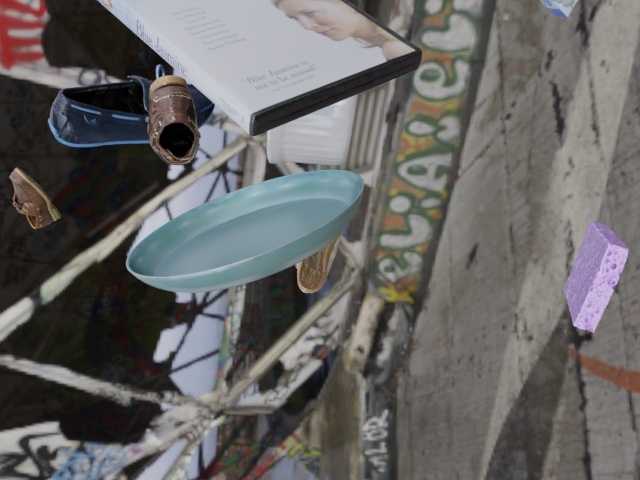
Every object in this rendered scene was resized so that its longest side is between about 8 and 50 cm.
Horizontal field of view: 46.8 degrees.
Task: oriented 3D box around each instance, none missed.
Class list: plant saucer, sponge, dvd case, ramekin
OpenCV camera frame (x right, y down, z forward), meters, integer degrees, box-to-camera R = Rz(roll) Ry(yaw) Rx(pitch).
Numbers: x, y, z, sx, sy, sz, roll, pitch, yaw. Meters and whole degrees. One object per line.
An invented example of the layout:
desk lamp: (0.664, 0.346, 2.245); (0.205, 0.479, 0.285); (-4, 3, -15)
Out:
plant saucer: (-0.091, -0.012, 0.952); (0.317, 0.318, 0.043); (-110, 2, -71)
sponge: (0.379, 0.045, 1.029); (0.210, 0.031, 0.117); (-32, -39, -73)
dvd case: (-0.061, -0.191, 0.639); (0.253, 0.180, 0.022); (43, 145, 29)
ramekin: (-0.002, -0.258, 1.253); (0.277, 0.135, 0.277); (9, -90, -89)

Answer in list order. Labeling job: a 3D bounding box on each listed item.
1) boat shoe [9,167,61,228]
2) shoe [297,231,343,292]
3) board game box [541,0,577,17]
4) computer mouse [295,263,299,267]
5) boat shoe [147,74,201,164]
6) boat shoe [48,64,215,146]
boat shoe: (-0.560, -0.075, 1.431); (0.060, 0.064, 0.178); (-43, -19, -18)
shoe: (0.000, 0.000, 1.439); (0.058, 0.077, 0.219); (102, -174, -75)
board game box: (0.228, -0.276, 0.703); (0.020, 0.090, 0.090); (35, 96, 53)
computer mouse: (-0.017, -0.015, 1.608); (0.106, 0.042, 0.193); (-104, 24, -45)
boat shoe: (-0.205, -0.147, 1.035); (0.207, 0.073, 0.073); (104, 151, -72)
boat shoe: (-0.266, -0.197, 1.100); (0.109, 0.258, 0.089); (50, 140, 21)
